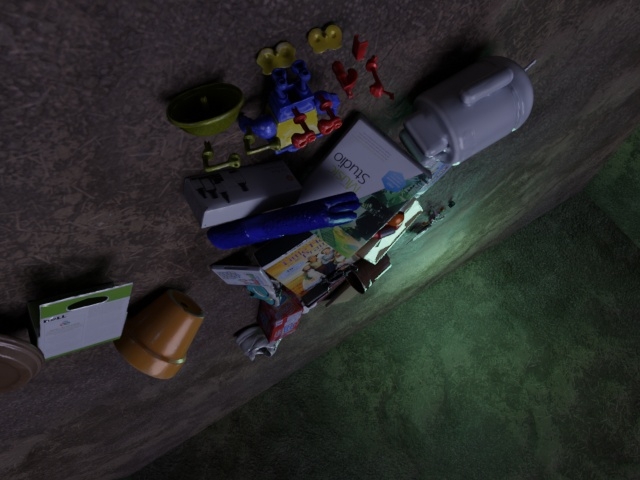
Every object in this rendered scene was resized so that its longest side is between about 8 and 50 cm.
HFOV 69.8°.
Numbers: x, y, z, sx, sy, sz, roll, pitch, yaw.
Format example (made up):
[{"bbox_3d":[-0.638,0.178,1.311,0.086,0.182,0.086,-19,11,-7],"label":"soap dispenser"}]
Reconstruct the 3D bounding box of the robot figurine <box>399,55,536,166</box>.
[{"bbox_3d":[0.374,-0.323,1.148,0.354,0.199,0.300,-31,173,-4],"label":"robot figurine"}]

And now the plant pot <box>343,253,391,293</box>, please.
[{"bbox_3d":[0.188,0.104,1.881,0.165,0.167,0.167,-36,160,-16],"label":"plant pot"}]

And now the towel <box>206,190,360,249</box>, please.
[{"bbox_3d":[-0.077,-0.039,1.070,0.309,0.076,0.228,-12,-173,26],"label":"towel"}]

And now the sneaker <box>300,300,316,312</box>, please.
[{"bbox_3d":[-0.066,0.289,2.046,0.061,0.053,0.152,-11,150,-38],"label":"sneaker"}]

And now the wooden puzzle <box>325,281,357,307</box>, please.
[{"bbox_3d":[0.148,0.237,2.256,0.221,0.044,0.239,-46,160,29],"label":"wooden puzzle"}]

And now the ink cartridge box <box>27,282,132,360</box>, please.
[{"bbox_3d":[-0.545,0.153,1.038,0.189,0.097,0.255,-13,150,-39],"label":"ink cartridge box"}]

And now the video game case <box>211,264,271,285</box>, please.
[{"bbox_3d":[-0.231,0.106,1.371,0.143,0.019,0.157,1,160,7],"label":"video game case"}]

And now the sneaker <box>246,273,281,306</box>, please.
[{"bbox_3d":[-0.192,0.162,1.579,0.110,0.106,0.275,0,162,1],"label":"sneaker"}]

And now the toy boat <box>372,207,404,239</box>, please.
[{"bbox_3d":[0.201,-0.095,1.389,0.151,0.151,0.231,-20,125,-15],"label":"toy boat"}]

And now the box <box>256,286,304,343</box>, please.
[{"bbox_3d":[-0.165,0.298,1.832,0.128,0.122,0.256,-23,156,-23],"label":"box"}]

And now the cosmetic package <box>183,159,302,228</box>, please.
[{"bbox_3d":[-0.165,-0.107,1.004,0.239,0.098,0.060,-19,155,-34],"label":"cosmetic package"}]

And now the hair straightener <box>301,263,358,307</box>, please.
[{"bbox_3d":[0.033,0.152,1.611,0.231,0.047,0.089,-32,158,-5],"label":"hair straightener"}]

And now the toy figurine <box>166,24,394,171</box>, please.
[{"bbox_3d":[-0.065,-0.201,0.840,0.363,0.191,0.217,-27,163,-12],"label":"toy figurine"}]

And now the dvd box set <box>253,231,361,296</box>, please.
[{"bbox_3d":[-0.006,0.038,1.469,0.308,0.062,0.420,-34,158,0],"label":"dvd box set"}]

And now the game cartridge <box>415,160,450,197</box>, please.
[{"bbox_3d":[0.339,-0.230,1.503,0.198,0.062,0.297,1,141,-48],"label":"game cartridge"}]

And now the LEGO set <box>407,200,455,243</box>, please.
[{"bbox_3d":[0.487,-0.090,2.045,0.244,0.060,0.182,-47,167,34],"label":"LEGO set"}]

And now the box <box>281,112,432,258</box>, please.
[{"bbox_3d":[0.085,-0.124,1.163,0.322,0.232,0.058,-46,-165,31],"label":"box"}]

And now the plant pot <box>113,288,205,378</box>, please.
[{"bbox_3d":[-0.433,0.246,1.286,0.188,0.205,0.205,-51,157,1],"label":"plant pot"}]

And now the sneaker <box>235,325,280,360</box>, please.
[{"bbox_3d":[-0.211,0.422,1.998,0.305,0.152,0.114,-20,153,-33],"label":"sneaker"}]

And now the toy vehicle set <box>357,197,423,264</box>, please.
[{"bbox_3d":[0.244,-0.035,1.588,0.267,0.035,0.166,-49,158,5],"label":"toy vehicle set"}]

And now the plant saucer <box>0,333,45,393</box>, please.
[{"bbox_3d":[-0.740,0.268,0.962,0.278,0.041,0.277,-10,144,-7],"label":"plant saucer"}]
